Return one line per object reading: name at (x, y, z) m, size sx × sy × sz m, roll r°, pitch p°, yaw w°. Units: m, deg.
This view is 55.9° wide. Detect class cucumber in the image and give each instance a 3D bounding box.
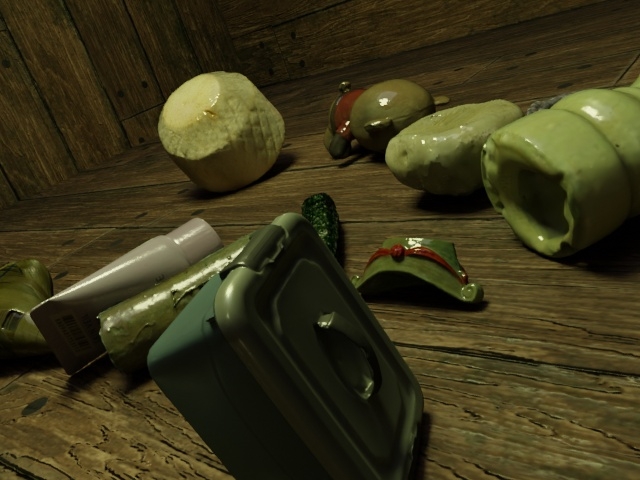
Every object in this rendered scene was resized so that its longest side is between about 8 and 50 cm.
cucumber at (0.000, 0.000, 0.939) m, size 0.067 × 0.068 × 0.293 m, roll -17°, pitch 22°, yaw 6°

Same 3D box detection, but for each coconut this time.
coconut at (-0.247, -0.267, 1.552) m, size 0.328 × 0.329 × 0.329 m, roll -17°, pitch 21°, yaw 7°

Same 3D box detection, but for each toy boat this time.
toy boat at (0.114, 0.036, 0.738) m, size 0.185 × 0.071 × 0.089 m, roll 0°, pitch -13°, yaw 42°

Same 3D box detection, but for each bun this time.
bun at (0.225, -0.141, 0.987) m, size 0.231 × 0.133 × 0.231 m, roll -17°, pitch 19°, yaw 6°

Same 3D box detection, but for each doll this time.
doll at (0.128, -0.286, 1.381) m, size 0.235 × 0.174 × 0.330 m, roll -23°, pitch 19°, yaw -25°

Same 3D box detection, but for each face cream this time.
face cream at (-0.267, 0.070, 0.872) m, size 0.274 × 0.154 × 0.096 m, roll -36°, pitch 57°, yaw -27°

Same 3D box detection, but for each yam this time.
yam at (-0.171, 0.081, 0.830) m, size 0.259 × 0.106 × 0.106 m, roll -28°, pitch 22°, yaw -17°

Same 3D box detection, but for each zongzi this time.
zongzi at (-0.470, 0.113, 1.025) m, size 0.289 × 0.123 × 0.260 m, roll -4°, pitch 21°, yaw 12°

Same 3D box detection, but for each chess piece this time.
chess piece at (0.425, -0.149, 0.742) m, size 0.442 × 0.234 × 0.234 m, roll -28°, pitch 22°, yaw -8°

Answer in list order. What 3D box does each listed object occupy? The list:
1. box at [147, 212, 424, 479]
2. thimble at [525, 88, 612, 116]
box at (-0.016, 0.106, 0.480) m, size 0.130 × 0.227 × 0.162 m, roll -26°, pitch 17°, yaw 27°
thimble at (0.406, -0.178, 0.965) m, size 0.150 × 0.098 × 0.150 m, roll -16°, pitch 21°, yaw 7°
